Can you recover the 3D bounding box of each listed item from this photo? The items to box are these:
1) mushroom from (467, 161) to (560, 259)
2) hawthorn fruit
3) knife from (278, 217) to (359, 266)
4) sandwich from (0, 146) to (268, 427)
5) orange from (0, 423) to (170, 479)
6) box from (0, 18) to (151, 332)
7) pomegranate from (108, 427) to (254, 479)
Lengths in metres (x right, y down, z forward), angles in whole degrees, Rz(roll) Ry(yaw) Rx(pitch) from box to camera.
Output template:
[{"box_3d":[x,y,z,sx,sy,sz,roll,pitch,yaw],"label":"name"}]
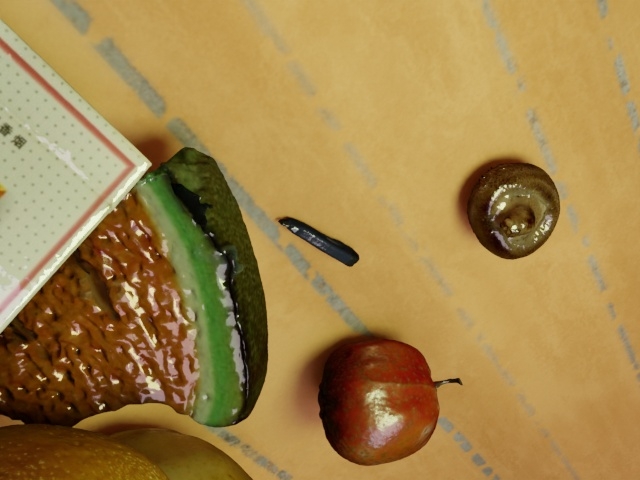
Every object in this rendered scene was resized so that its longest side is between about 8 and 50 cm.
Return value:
[{"box_3d":[0.229,-0.036,0.956,0.109,0.085,0.126,-43,126,-34],"label":"mushroom"},{"box_3d":[0.091,0.200,1.018,0.193,0.157,0.157,-9,130,-18],"label":"hawthorn fruit"},{"box_3d":[0.000,0.000,0.896,0.121,0.031,0.018,32,107,-37],"label":"knife"},{"box_3d":[-0.198,0.066,0.761,0.301,0.162,0.251,-17,103,5],"label":"sandwich"},{"box_3d":[-0.231,0.277,0.637,0.274,0.274,0.274,-15,132,-18],"label":"orange"},{"box_3d":[-0.307,-0.006,0.555,0.210,0.095,0.330,45,77,-25],"label":"box"},{"box_3d":[-0.193,0.384,0.908,0.332,0.332,0.333,-15,132,-18],"label":"pomegranate"}]
